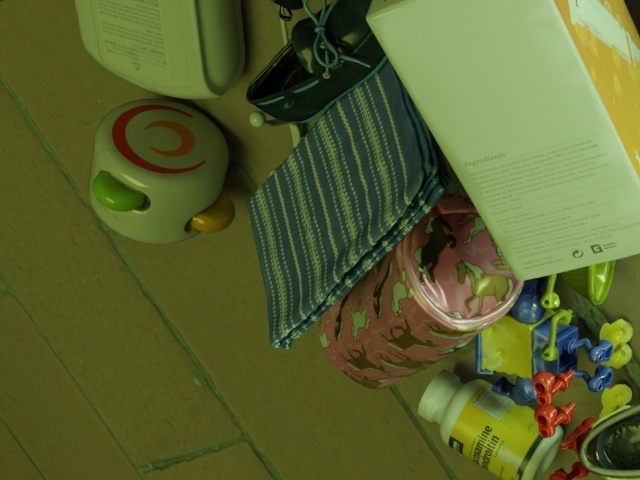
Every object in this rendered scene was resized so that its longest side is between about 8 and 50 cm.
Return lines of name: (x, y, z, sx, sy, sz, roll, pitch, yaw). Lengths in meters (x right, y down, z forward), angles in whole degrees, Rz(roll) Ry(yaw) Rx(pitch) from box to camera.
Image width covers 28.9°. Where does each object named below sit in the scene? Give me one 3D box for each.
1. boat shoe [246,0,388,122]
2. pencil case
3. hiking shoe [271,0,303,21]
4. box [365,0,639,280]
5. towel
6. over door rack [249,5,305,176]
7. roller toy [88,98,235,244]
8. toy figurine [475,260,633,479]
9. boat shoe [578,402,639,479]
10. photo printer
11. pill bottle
boat shoe: (0.005, -0.212, 1.423, 0.258, 0.089, 0.109, -47, 47, 40)
pencil case: (0.111, 0.071, 1.539, 0.160, 0.167, 0.386, 42, 156, 1)
hiking shoe: (0.011, -0.367, 1.347, 0.132, 0.113, 0.304, 32, 139, -25)
box: (0.212, -0.165, 1.225, 0.168, 0.215, 0.345, -15, 126, 29)
towel: (0.016, -0.056, 1.451, 0.336, 0.040, 0.243, -47, 42, 36)
over door rack: (0.032, -0.173, 1.557, 0.239, 0.108, 0.324, 24, 132, 27)
roller toy: (-0.233, -0.095, 1.793, 0.146, 0.209, 0.191, 109, 153, -44)
toy figurine: (0.240, 0.113, 1.524, 0.217, 0.191, 0.363, 19, 129, 38)
boat shoe: (0.449, 0.210, 1.402, 0.324, 0.096, 0.117, -19, 77, 32)
photo printer: (-0.223, -0.341, 1.667, 0.256, 0.107, 0.308, 20, 131, 32)
pill bottle: (0.228, 0.252, 1.689, 0.184, 0.103, 0.103, 30, 135, 23)
